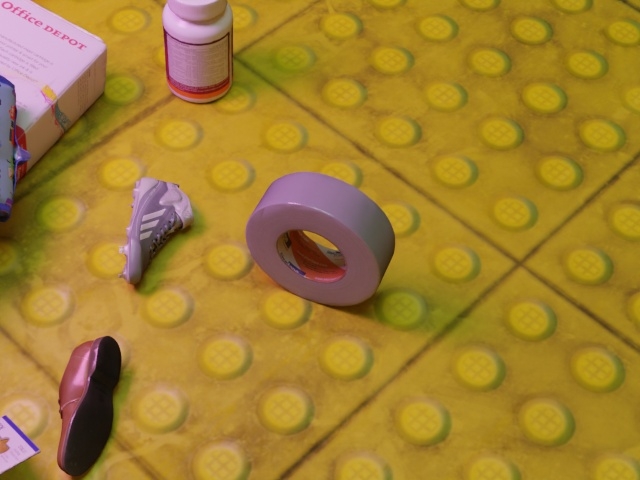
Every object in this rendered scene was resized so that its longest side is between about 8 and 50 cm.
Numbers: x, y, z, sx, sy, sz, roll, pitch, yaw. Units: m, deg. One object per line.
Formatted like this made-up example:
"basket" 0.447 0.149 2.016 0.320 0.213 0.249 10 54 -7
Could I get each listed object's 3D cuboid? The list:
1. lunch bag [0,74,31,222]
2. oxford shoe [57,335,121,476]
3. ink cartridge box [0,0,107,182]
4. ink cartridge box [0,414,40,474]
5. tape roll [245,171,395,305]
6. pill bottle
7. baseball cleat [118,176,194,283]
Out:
"lunch bag" -0.555 -0.159 1.769 0.293 0.138 0.221 14 64 -44
"oxford shoe" -0.341 0.238 1.704 0.076 0.076 0.212 -12 49 26
"ink cartridge box" -0.533 -0.249 2.013 0.226 0.131 0.306 30 53 9
"ink cartridge box" -0.537 0.355 1.532 0.371 0.069 0.176 -30 21 -22
"tape roll" 0.000 0.000 1.806 0.219 0.219 0.072 20 53 12
"pill bottle" -0.210 -0.354 2.072 0.121 0.221 0.121 2 51 -2
"baseball cleat" -0.256 -0.018 1.900 0.109 0.072 0.206 7 55 -7
